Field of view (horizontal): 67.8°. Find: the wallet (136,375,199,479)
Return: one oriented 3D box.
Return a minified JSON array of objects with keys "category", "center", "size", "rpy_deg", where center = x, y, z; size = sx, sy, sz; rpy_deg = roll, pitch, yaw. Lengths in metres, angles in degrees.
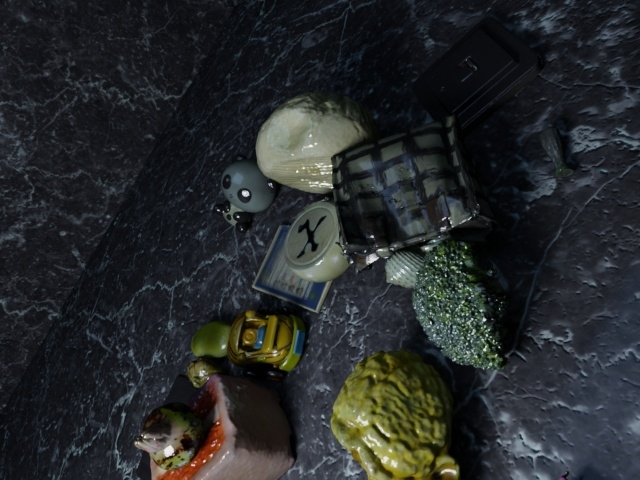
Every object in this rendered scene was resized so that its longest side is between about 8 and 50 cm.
[{"category":"wallet","center":[-0.449,0.595,1.469],"size":[0.247,0.041,0.323],"rpy_deg":[1,64,46]}]

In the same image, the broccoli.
[{"category":"broccoli","center":[0.275,0.126,0.902],"size":[0.176,0.226,0.198],"rpy_deg":[-51,-14,-35]}]

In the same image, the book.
[{"category":"book","center":[-0.066,0.072,1.410],"size":[0.322,0.018,0.228],"rpy_deg":[13,76,49]}]

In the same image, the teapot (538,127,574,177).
[{"category":"teapot","center":[0.483,-0.178,0.976],"size":[0.043,0.043,0.111],"rpy_deg":[-27,52,33]}]

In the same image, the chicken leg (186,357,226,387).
[{"category":"chicken leg","center":[-0.319,0.410,1.403],"size":[0.227,0.103,0.088],"rpy_deg":[22,69,46]}]

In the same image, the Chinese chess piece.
[{"category":"Chinese chess piece","center":[0.000,0.000,1.302],"size":[0.237,0.092,0.238],"rpy_deg":[-26,48,34]}]

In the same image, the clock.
[{"category":"clock","center":[0.383,-0.423,1.222],"size":[0.273,0.049,0.279],"rpy_deg":[-41,43,22]}]

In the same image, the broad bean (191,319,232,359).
[{"category":"broad bean","center":[-0.332,0.314,1.498],"size":[0.174,0.082,0.124],"rpy_deg":[-19,54,25]}]

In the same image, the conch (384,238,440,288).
[{"category":"conch","center":[0.208,0.039,1.078],"size":[0.153,0.102,0.135],"rpy_deg":[-30,55,-11]}]

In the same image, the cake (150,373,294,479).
[{"category":"cake","center":[-0.243,0.506,1.164],"size":[0.309,0.230,0.237],"rpy_deg":[-47,43,14]}]

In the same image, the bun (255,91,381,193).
[{"category":"bun","center":[-0.003,-0.278,1.333],"size":[0.349,0.352,0.227],"rpy_deg":[1,74,6]}]

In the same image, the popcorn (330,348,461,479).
[{"category":"popcorn","center":[0.132,0.341,0.880],"size":[0.174,0.225,0.286],"rpy_deg":[118,153,-54]}]

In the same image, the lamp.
[{"category":"lamp","center":[-0.258,-0.161,1.632],"size":[0.244,0.197,0.198],"rpy_deg":[-60,37,25]}]

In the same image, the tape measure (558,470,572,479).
[{"category":"tape measure","center":[0.380,0.425,0.689],"size":[0.125,0.074,0.118],"rpy_deg":[-54,34,-2]}]

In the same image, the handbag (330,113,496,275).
[{"category":"handbag","center":[0.187,-0.105,1.066],"size":[0.325,0.162,0.327],"rpy_deg":[-17,45,16]}]

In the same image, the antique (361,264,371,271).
[{"category":"antique","center":[0.120,-0.008,1.267],"size":[0.031,0.015,0.192],"rpy_deg":[-22,52,37]}]

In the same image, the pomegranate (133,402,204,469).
[{"category":"pomegranate","center":[-0.332,0.423,1.019],"size":[0.125,0.163,0.138],"rpy_deg":[-51,61,27]}]

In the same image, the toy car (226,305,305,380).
[{"category":"toy car","center":[-0.165,0.269,1.294],"size":[0.248,0.142,0.200],"rpy_deg":[-15,56,38]}]
